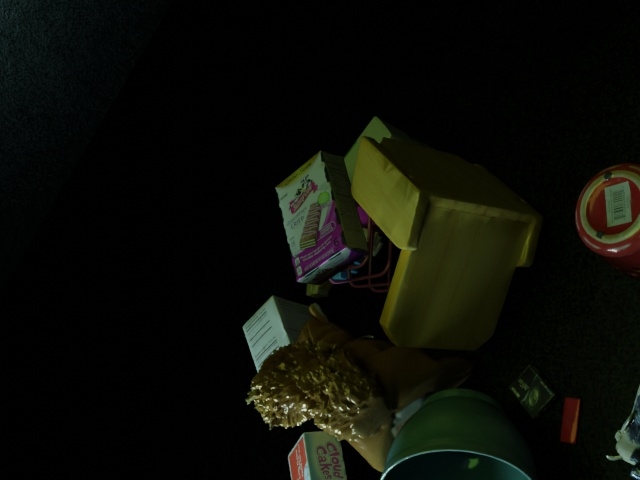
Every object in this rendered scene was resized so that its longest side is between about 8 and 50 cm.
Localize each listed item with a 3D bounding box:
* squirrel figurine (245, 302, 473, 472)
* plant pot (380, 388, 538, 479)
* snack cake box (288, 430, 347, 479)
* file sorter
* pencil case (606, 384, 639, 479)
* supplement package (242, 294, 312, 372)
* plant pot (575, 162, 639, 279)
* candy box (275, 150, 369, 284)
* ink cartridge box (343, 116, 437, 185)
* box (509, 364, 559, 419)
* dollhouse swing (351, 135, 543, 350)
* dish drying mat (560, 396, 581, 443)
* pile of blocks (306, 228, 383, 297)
[{"bbox_3d":[0.041,0.278,1.761,0.370,0.397,0.281,35,107,42],"label":"squirrel figurine"},{"bbox_3d":[0.265,0.407,1.579,0.293,0.293,0.196,-36,25,34],"label":"plant pot"},{"bbox_3d":[0.003,0.580,1.877,0.152,0.089,0.264,113,151,-54],"label":"snack cake box"},{"bbox_3d":[0.133,0.013,1.847,0.202,0.290,0.182,-12,69,45],"label":"file sorter"},{"bbox_3d":[0.601,0.196,1.343,0.183,0.160,0.411,15,87,18],"label":"pencil case"},{"bbox_3d":[-0.077,0.280,2.088,0.134,0.139,0.244,-47,44,24],"label":"supplement package"},{"bbox_3d":[0.559,-0.037,1.482,0.191,0.174,0.191,-23,58,44],"label":"plant pot"},{"bbox_3d":[-0.001,-0.046,1.741,0.159,0.071,0.234,-36,56,37],"label":"candy box"},{"bbox_3d":[0.173,-0.163,1.925,0.160,0.219,0.093,-52,40,19],"label":"ink cartridge box"},{"bbox_3d":[0.415,0.295,1.626,0.067,0.018,0.083,-53,44,19],"label":"box"},{"bbox_3d":[0.223,0.010,1.716,0.315,0.346,0.305,51,124,45],"label":"dollhouse swing"},{"bbox_3d":[0.468,0.336,1.560,0.032,0.008,0.083,-2,73,47],"label":"dish drying mat"},{"bbox_3d":[0.056,-0.002,2.072,0.362,0.112,0.149,-59,42,14],"label":"pile of blocks"}]
